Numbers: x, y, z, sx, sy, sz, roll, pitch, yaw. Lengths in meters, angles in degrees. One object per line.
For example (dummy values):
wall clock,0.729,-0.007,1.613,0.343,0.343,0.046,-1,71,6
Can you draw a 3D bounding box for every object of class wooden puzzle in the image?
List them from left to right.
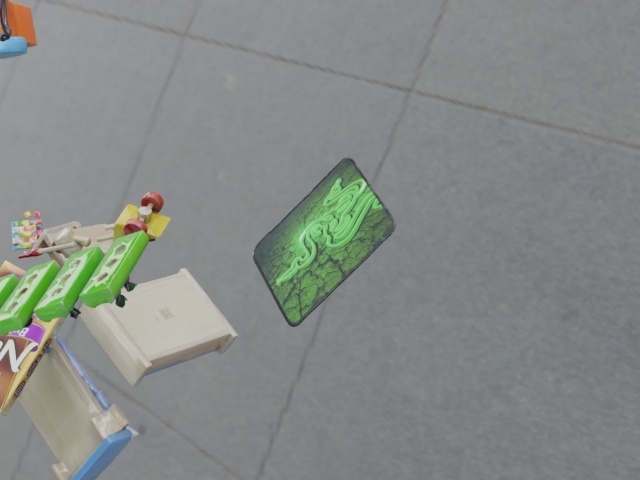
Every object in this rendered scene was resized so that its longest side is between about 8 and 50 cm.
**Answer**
wooden puzzle,-0.488,-0.011,1.977,0.006,0.049,0.083,102,160,-69

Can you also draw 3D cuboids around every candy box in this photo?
candy box,-0.435,0.135,1.646,0.186,0.109,0.053,-62,-2,-15

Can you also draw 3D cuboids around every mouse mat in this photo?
mouse mat,0.000,0.000,1.491,0.190,0.007,0.152,-44,46,13

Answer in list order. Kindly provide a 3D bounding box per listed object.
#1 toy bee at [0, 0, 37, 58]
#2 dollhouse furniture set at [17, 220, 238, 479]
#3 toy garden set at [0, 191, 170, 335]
toy bee,-0.449,-0.279,1.461,0.298,0.162,0.195,100,161,-73
dollhouse furniture set,-0.330,0.170,1.779,0.286,0.198,0.303,50,122,17
toy garden set,-0.297,0.041,1.423,0.244,0.049,0.204,-17,30,27
